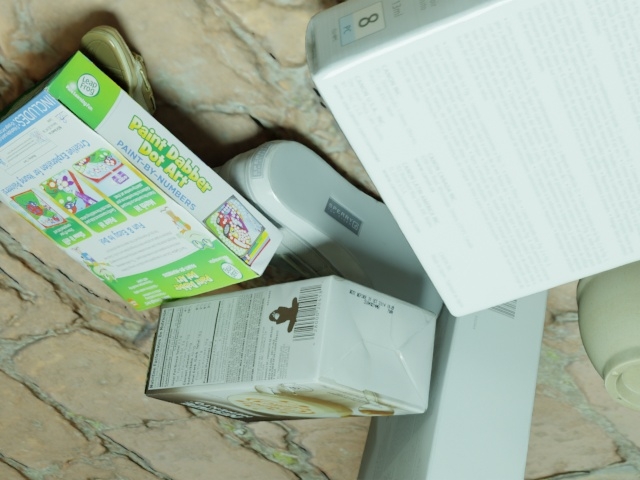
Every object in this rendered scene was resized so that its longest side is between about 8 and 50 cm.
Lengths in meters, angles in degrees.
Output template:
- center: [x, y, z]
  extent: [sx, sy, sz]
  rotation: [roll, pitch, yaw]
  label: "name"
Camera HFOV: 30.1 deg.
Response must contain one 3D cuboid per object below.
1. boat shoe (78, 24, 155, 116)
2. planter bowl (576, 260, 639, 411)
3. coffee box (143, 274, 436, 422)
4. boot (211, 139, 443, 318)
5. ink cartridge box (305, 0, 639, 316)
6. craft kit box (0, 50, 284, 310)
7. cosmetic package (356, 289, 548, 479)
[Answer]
- center: [-0.177, -0.143, 1.048]
  extent: [0.050, 0.045, 0.135]
  rotation: [15, 147, 14]
  label: "boat shoe"
- center: [0.320, 0.096, 1.129]
  extent: [0.162, 0.109, 0.162]
  rotation: [10, 142, 8]
  label: "planter bowl"
- center: [-0.032, 0.108, 1.116]
  extent: [0.141, 0.098, 0.246]
  rotation: [22, 157, -39]
  label: "coffee box"
- center: [0.000, 0.000, 1.150]
  extent: [0.258, 0.095, 0.123]
  rotation: [43, 148, -27]
  label: "boot"
- center: [0.224, -0.113, 0.950]
  extent: [0.384, 0.091, 0.308]
  rotation: [-20, 132, 15]
  label: "ink cartridge box"
- center: [-0.194, -0.041, 1.108]
  extent: [0.246, 0.061, 0.249]
  rotation: [45, 149, -19]
  label: "craft kit box"
- center: [0.106, 0.239, 1.161]
  extent: [0.097, 0.377, 0.284]
  rotation: [21, 143, -7]
  label: "cosmetic package"
